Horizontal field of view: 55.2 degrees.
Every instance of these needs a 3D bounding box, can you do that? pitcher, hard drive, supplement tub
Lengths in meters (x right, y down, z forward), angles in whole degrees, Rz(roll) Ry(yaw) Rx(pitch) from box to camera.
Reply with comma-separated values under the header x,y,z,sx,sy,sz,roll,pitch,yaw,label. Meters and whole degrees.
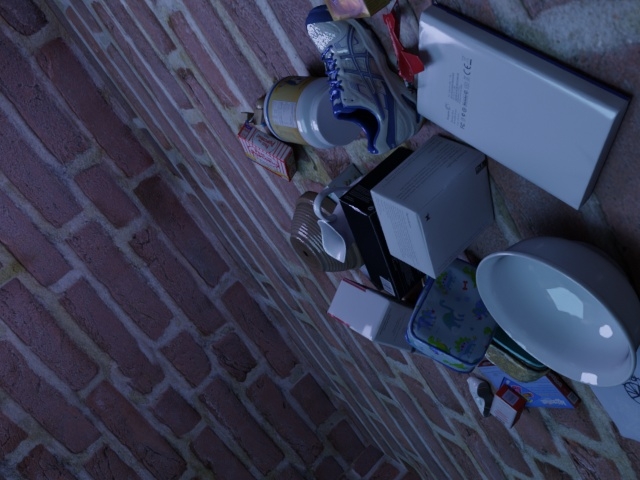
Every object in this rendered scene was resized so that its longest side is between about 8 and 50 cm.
x,y,z,sx,sy,sz,roll,pitch,yaw,label
0.081,-0.079,1.347,0.125,0.207,0.178,31,154,42,pitcher
0.281,-0.200,0.921,0.318,0.040,0.210,39,159,27,hard drive
-0.014,-0.270,1.282,0.199,0.144,0.144,22,148,52,supplement tub

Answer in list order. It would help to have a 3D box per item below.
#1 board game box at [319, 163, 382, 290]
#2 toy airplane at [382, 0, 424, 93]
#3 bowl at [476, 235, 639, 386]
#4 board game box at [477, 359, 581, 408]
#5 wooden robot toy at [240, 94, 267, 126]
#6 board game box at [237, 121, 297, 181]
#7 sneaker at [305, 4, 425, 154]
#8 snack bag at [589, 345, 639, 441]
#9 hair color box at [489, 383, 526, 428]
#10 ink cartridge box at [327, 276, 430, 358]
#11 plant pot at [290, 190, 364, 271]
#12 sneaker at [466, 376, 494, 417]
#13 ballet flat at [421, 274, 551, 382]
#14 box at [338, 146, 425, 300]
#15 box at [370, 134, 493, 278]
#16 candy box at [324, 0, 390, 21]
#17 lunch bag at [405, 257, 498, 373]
x,y,z,sx,sy,sz,roll,pitch,yaw,label
0.115,-0.023,1.558,0.303,0.097,0.224,48,161,-2,board game box
0.131,-0.311,0.994,0.151,0.028,0.151,163,90,-88,toy airplane
0.424,0.095,1.039,0.298,0.134,0.298,43,160,19,bowl
0.510,0.354,1.526,0.145,0.027,0.281,49,162,2,board game box
-0.147,-0.340,1.605,0.173,0.076,0.079,22,113,53,wooden robot toy
-0.142,-0.239,1.673,0.146,0.045,0.193,30,171,7,board game box
0.058,-0.290,1.105,0.296,0.131,0.112,49,163,2,sneaker
0.625,0.286,1.122,0.323,0.037,0.342,53,160,-12,snack bag
0.495,0.440,1.620,0.072,0.043,0.141,38,158,28,hair color box
0.188,0.213,1.652,0.272,0.114,0.197,24,180,-40,ink cartridge box
0.000,0.000,1.543,0.237,0.109,0.237,43,161,19,plant pot
0.470,0.453,1.785,0.061,0.053,0.152,36,154,57,sneaker
0.361,0.197,1.396,0.348,0.123,0.123,38,159,19,ballet flat
0.167,-0.032,1.284,0.103,0.184,0.261,34,157,44,box
0.211,-0.063,1.128,0.119,0.181,0.182,32,155,42,box
0.027,-0.450,0.978,0.109,0.053,0.187,22,146,55,candy box
0.289,0.154,1.303,0.176,0.219,0.090,25,158,12,lunch bag
